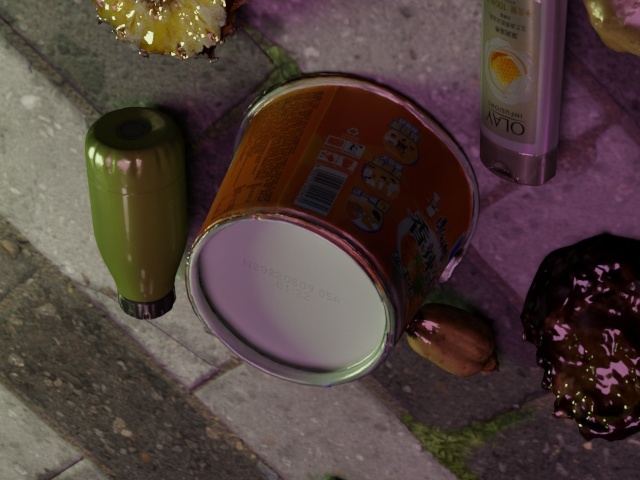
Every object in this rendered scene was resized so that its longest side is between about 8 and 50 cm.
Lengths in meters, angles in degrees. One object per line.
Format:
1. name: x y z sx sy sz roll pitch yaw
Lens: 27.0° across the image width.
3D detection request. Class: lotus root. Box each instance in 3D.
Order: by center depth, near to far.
1. lotus root: 0.153 0.114 1.525 0.152 0.072 0.063 33 168 -25

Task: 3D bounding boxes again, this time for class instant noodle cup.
1. instant noodle cup: 0.000 0.000 1.407 0.296 0.214 0.296 13 131 15

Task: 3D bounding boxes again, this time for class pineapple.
1. pineapple: -0.172 -0.276 1.367 0.221 0.047 0.221 18 137 17

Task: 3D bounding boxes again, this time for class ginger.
1. ginger: 0.304 -0.209 1.205 0.190 0.069 0.095 24 101 7

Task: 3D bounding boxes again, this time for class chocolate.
1. chocolate: 0.303 0.126 1.397 0.224 0.177 0.206 -21 115 33

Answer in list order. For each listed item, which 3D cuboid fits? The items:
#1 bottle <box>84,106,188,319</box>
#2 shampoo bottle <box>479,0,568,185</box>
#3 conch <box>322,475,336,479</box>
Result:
1. bottle: -0.209 -0.023 1.551 0.112 0.112 0.260 13 130 14
2. shampoo bottle: 0.194 -0.164 1.291 0.086 0.056 0.227 32 139 37
3. conch: 0.032 0.416 1.788 0.187 0.124 0.181 -2 118 -3
